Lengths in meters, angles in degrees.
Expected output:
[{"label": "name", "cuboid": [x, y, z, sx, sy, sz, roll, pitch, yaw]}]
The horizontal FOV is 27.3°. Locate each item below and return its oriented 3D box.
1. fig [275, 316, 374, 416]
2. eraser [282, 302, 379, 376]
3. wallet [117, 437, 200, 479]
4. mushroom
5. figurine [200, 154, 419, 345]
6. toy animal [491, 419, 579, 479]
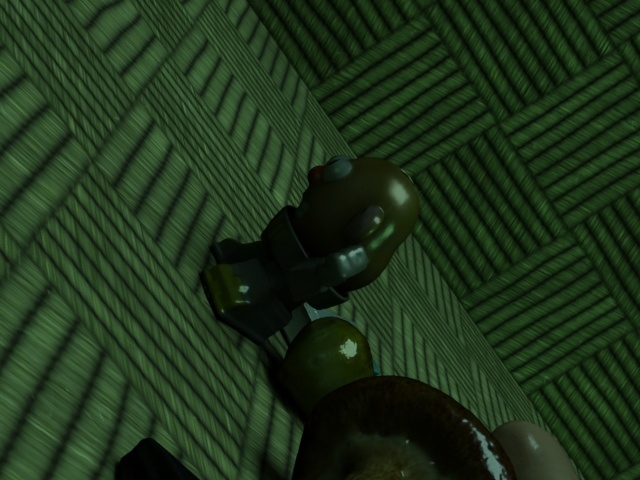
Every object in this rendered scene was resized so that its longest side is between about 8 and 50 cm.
[{"label": "fig", "cuboid": [0.013, 0.167, 1.720, 0.153, 0.120, 0.136, 51, 17, -58]}, {"label": "eraser", "cuboid": [0.016, 0.155, 1.931, 0.096, 0.052, 0.225, 63, 14, 20]}, {"label": "wallet", "cuboid": [-0.020, 0.353, 1.174, 0.406, 0.062, 0.228, 51, -6, -29]}, {"label": "mushroom", "cuboid": [0.090, 0.294, 1.416, 0.267, 0.267, 0.254, 53, 13, -19]}, {"label": "figurine", "cuboid": [0.001, 0.001, 1.717, 0.167, 0.285, 0.342, 51, 15, -34]}, {"label": "toy animal", "cuboid": [0.310, 0.434, 2.016, 0.237, 0.269, 0.326, 49, 47, -31]}]
